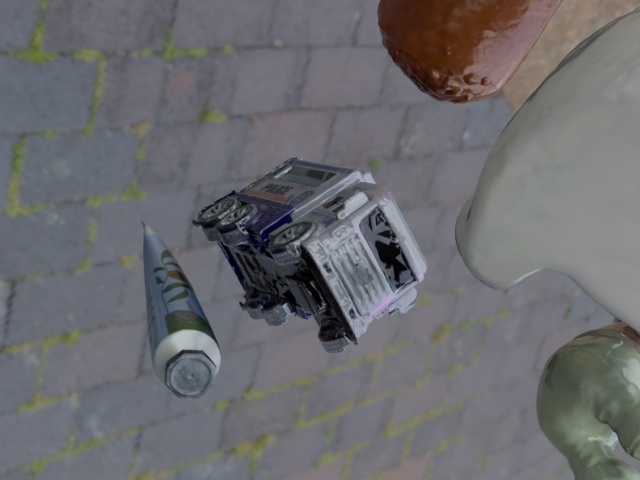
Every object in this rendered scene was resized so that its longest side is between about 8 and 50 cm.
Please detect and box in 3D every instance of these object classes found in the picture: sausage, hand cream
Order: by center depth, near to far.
[{"bbox_3d":[0.151,-0.246,1.108,0.268,0.141,0.153,-63,175,34],"label":"sausage"},{"bbox_3d":[-0.134,0.062,1.167,0.058,0.271,0.091,-26,113,-2],"label":"hand cream"}]

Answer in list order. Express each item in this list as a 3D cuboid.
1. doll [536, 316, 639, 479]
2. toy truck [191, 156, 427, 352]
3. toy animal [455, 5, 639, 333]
[{"bbox_3d":[0.249,0.083,0.948,0.275,0.113,0.155,-38,148,-42],"label":"doll"},{"bbox_3d":[0.000,0.000,1.226,0.155,0.268,0.124,-35,110,-17],"label":"toy truck"},{"bbox_3d":[0.243,-0.085,0.727,0.241,0.196,0.367,-55,172,34],"label":"toy animal"}]
